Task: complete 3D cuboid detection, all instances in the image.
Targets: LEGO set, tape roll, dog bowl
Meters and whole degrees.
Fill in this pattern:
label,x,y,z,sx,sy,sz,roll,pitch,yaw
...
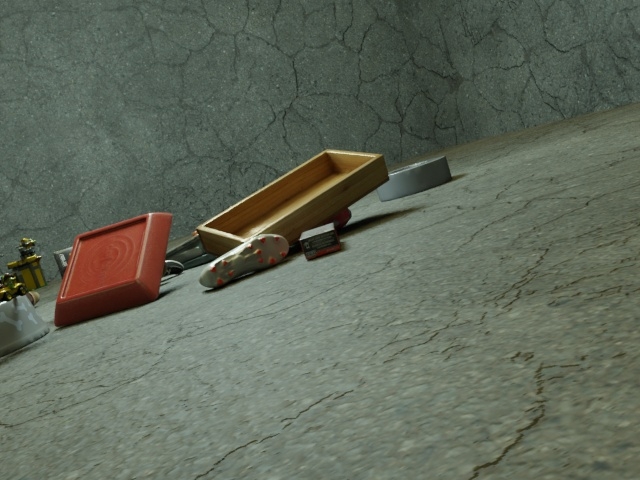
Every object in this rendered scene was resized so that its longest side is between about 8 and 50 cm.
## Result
label,x,y,z,sx,sy,sz,roll,pitch,yaw
LEGO set,-0.728,0.050,1.439,0.331,0.192,0.255,-13,8,34
tape roll,0.266,-0.180,2.107,0.219,0.072,0.219,-18,5,2
dog bowl,-0.758,0.206,1.519,0.348,0.102,0.349,-17,7,2

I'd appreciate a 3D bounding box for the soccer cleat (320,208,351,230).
label,x,y,z,sx,sy,sz,roll,pitch,yaw
soccer cleat,-0.044,-0.038,1.752,0.248,0.083,0.095,-13,-3,23

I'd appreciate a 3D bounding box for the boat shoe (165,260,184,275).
label,x,y,z,sx,sy,sz,roll,pitch,yaw
boat shoe,-0.409,0.074,1.868,0.125,0.038,0.046,14,-56,-35

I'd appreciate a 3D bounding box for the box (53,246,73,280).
label,x,y,z,sx,sy,sz,roll,pitch,yaw
box,-0.562,0.074,1.843,0.183,0.056,0.231,-21,-22,-20

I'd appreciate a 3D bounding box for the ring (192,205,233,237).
label,x,y,z,sx,sy,sz,roll,pitch,yaw
ring,-0.248,-0.050,2.143,0.336,0.032,0.336,-27,-10,-5

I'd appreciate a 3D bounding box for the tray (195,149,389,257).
label,x,y,z,sx,sy,sz,roll,pitch,yaw
tray,-0.057,-0.082,1.649,0.411,0.076,0.203,-35,29,-29

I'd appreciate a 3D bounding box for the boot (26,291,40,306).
label,x,y,z,sx,sy,sz,roll,pitch,yaw
boot,-1.033,0.212,2.288,0.248,0.090,0.207,-14,5,7

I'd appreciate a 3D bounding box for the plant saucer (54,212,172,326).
label,x,y,z,sx,sy,sz,roll,pitch,yaw
plant saucer,-0.466,0.050,1.611,0.259,0.048,0.258,-15,45,15

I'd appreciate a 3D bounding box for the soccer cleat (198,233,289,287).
label,x,y,z,sx,sy,sz,roll,pitch,yaw
soccer cleat,-0.153,0.039,1.436,0.196,0.068,0.076,-25,6,-30

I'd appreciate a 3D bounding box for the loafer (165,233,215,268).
label,x,y,z,sx,sy,sz,roll,pitch,yaw
loafer,-0.419,0.048,2.004,0.267,0.084,0.096,-17,7,13

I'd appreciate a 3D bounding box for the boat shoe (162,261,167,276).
label,x,y,z,sx,sy,sz,roll,pitch,yaw
boat shoe,-0.504,0.098,1.791,0.257,0.095,0.095,-20,0,-11

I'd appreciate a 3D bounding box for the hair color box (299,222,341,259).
label,x,y,z,sx,sy,sz,roll,pitch,yaw
hair color box,0.000,0.000,1.424,0.072,0.043,0.141,-18,5,3
